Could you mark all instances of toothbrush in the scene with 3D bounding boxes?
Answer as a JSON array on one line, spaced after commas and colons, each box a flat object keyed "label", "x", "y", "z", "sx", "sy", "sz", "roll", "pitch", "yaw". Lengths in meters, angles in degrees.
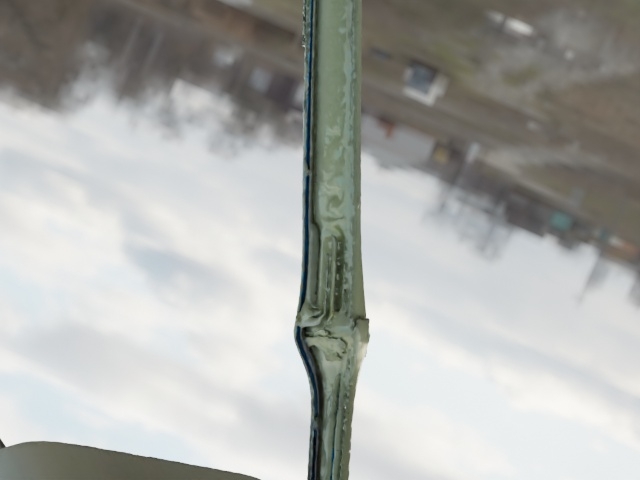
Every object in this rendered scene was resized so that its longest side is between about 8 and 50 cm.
[{"label": "toothbrush", "x": 0.003, "y": 0.000, "z": 0.645, "sx": 0.026, "sy": 0.294, "sz": 0.028, "roll": 0, "pitch": 173, "yaw": 28}]

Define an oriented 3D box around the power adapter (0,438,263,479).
[{"label": "power adapter", "x": -0.074, "y": 0.174, "z": 0.820, "sx": 0.187, "sy": 0.124, "sz": 0.255, "roll": 18, "pitch": -153, "yaw": -43}]
